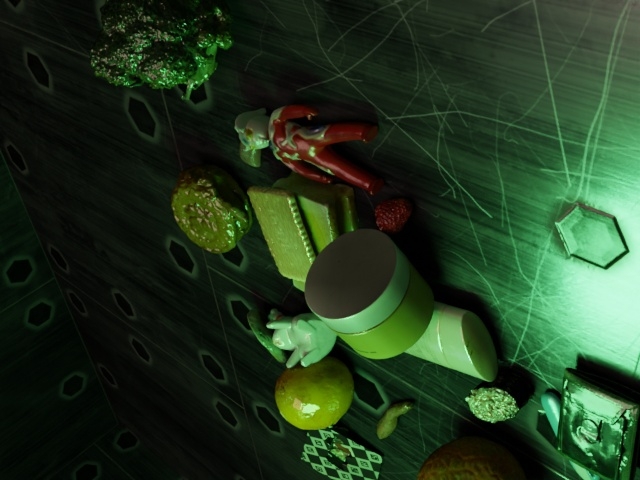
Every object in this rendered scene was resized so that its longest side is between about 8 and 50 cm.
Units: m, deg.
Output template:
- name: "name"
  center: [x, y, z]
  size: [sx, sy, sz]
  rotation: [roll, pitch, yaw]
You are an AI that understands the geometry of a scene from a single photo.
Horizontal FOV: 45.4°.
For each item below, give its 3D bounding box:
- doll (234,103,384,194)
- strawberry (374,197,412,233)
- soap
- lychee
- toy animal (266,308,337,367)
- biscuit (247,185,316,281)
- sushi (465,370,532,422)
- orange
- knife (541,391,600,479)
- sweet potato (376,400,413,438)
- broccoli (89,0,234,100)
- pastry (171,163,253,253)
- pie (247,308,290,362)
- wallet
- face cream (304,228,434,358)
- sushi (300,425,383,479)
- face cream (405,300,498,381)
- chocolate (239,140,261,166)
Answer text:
- name: "doll"
  center: [-0.038, -0.210, 1.629]
  size: [0.384, 0.099, 0.188]
  rotation: [19, 136, 37]
- name: "strawberry"
  center: [0.150, -0.056, 1.562]
  size: [0.073, 0.073, 0.083]
  rotation: [49, 134, 5]
- name: "soap"
  center: [0.000, 0.000, 1.784]
  size: [0.199, 0.091, 0.315]
  rotation: [23, 138, 36]
- name: "lychee"
  center: [0.349, 0.575, 1.754]
  size: [0.255, 0.300, 0.255]
  rotation: [2, 109, 7]
- name: "toy animal"
  center: [-0.076, 0.262, 2.083]
  size: [0.282, 0.138, 0.140]
  rotation: [-7, 104, 52]
- name: "biscuit"
  center: [-0.077, -0.012, 1.757]
  size: [0.160, 0.030, 0.249]
  rotation: [11, 130, 48]
- name: "sushi"
  center: [0.380, 0.338, 1.642]
  size: [0.090, 0.078, 0.150]
  rotation: [52, 149, 0]
- name: "orange"
  center: [-0.015, 0.412, 2.080]
  size: [0.219, 0.219, 0.193]
  rotation: [-6, 89, 54]
- name: "knife"
  center: [0.518, 0.407, 1.582]
  size: [0.064, 0.031, 0.222]
  rotation: [-16, 105, 59]
- name: "sweet potato"
  center: [0.196, 0.469, 2.036]
  size: [0.050, 0.050, 0.214]
  rotation: [43, 141, 15]
- name: "broccoli"
  center: [-0.334, -0.433, 1.650]
  size: [0.321, 0.304, 0.283]
  rotation: [33, 174, 31]
- name: "pastry"
  center: [-0.283, -0.096, 2.027]
  size: [0.240, 0.132, 0.235]
  rotation: [41, 138, 5]
- name: "pie"
  center: [-0.145, 0.273, 2.210]
  size: [0.187, 0.041, 0.187]
  rotation: [51, -175, -7]
- name: "wallet"
  center: [0.535, 0.365, 1.476]
  size: [0.160, 0.055, 0.236]
  rotation: [23, 131, 37]
- name: "face cream"
  center: [0.104, 0.113, 1.595]
  size: [0.218, 0.218, 0.179]
  rotation: [14, 156, 45]
- name: "sushi"
  center: [0.073, 0.667, 2.382]
  size: [0.264, 0.050, 0.290]
  rotation: [25, 138, 15]
- name: "face cream"
  center: [0.226, 0.194, 1.692]
  size: [0.348, 0.081, 0.173]
  rotation: [13, 132, 45]
- name: "chocolate"
  center: [-0.171, -0.220, 1.838]
  size: [0.064, 0.031, 0.100]
  rotation: [35, 143, 17]
